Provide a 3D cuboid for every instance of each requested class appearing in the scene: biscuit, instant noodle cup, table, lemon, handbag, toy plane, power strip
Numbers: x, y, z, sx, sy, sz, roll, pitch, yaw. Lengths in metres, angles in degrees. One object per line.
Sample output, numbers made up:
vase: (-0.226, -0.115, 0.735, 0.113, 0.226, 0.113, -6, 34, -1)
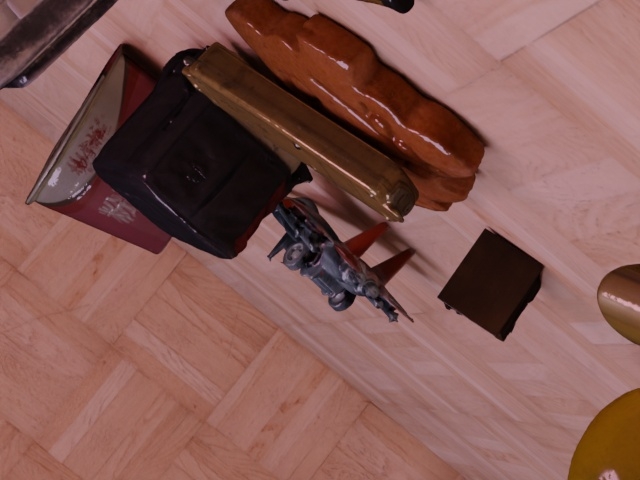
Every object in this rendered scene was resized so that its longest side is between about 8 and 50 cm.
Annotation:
biscuit: (0.043, -0.102, 1.459, 0.284, 0.043, 0.306, 34, 169, 26)
instant noodle cup: (-0.236, -0.104, 2.009, 0.178, 0.235, 0.235, 30, 172, -10)
table: (0.170, 0.049, 1.588, 0.070, 0.083, 0.082, 33, 174, 14)
lemon: (0.323, 0.232, 1.529, 0.178, 0.203, 0.178, 36, 150, 25)
handbag: (-0.113, -0.091, 1.676, 0.181, 0.181, 0.254, 41, 172, -18)
toy plane: (-0.005, 0.006, 1.958, 0.223, 0.104, 0.326, 44, 169, -32)
power strip: (-0.022, -0.103, 1.453, 0.305, 0.044, 0.064, 35, 172, 35)

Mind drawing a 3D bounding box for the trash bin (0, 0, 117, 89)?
trash bin: (-0.347, -0.297, 1.336, 0.368, 0.296, 0.256, 48, 169, -19)

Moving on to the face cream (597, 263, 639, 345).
face cream: (0.338, 0.089, 1.152, 0.139, 0.067, 0.285, 18, -176, -37)

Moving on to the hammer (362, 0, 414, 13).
hammer: (0.002, -0.202, 1.220, 0.078, 0.021, 0.201, 45, 168, -35)
